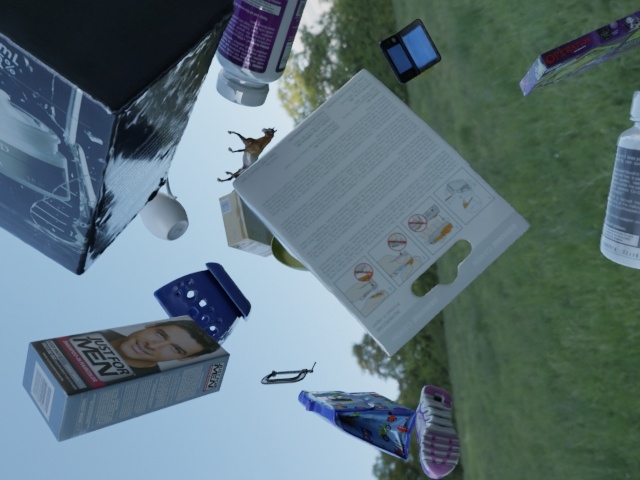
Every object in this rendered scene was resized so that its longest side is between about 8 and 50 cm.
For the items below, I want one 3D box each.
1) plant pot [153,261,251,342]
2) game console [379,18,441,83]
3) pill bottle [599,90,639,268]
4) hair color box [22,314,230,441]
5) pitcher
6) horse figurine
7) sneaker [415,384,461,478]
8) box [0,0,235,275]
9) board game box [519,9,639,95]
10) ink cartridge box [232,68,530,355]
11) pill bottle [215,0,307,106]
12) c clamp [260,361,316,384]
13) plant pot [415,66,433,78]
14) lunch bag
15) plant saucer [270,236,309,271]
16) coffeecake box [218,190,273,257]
[{"bbox_3d":[-0.344,0.205,1.596,0.236,0.212,0.236,52,166,6],"label":"plant pot"},{"bbox_3d":[0.228,-0.482,1.324,0.122,0.107,0.071,58,151,-7],"label":"game console"},{"bbox_3d":[0.731,-0.130,1.101,0.204,0.203,0.362,-69,-21,-72],"label":"pill bottle"},{"bbox_3d":[-0.405,0.278,1.122,0.185,0.114,0.374,31,-159,35],"label":"hair color box"},{"bbox_3d":[-0.487,-0.116,1.584,0.207,0.178,0.125,43,-158,17],"label":"pitcher"},{"bbox_3d":[-0.258,-0.273,1.783,0.174,0.264,0.066,-8,-149,-46],"label":"horse figurine"},{"bbox_3d":[0.269,0.470,1.244,0.095,0.105,0.236,19,-146,-3],"label":"sneaker"},{"bbox_3d":[-0.453,-0.263,0.772,0.479,0.472,0.298,35,-129,-8],"label":"box"},{"bbox_3d":[0.709,-0.494,1.338,0.208,0.346,0.056,39,-152,-79],"label":"board game box"},{"bbox_3d":[0.091,-0.053,0.859,0.385,0.308,0.091,47,174,14],"label":"ink cartridge box"},{"bbox_3d":[-0.143,-0.466,1.171,0.169,0.302,0.169,17,-145,-12],"label":"pill bottle"},{"bbox_3d":[-0.099,0.413,1.585,0.137,0.160,0.022,-49,-49,-79],"label":"c clamp"},{"bbox_3d":[0.294,-0.532,1.548,0.081,0.083,0.081,-15,-81,-76],"label":"plant pot"},{"bbox_3d":[0.083,0.494,1.460,0.293,0.138,0.221,20,171,-25],"label":"lunch bag"},{"bbox_3d":[0.000,0.000,1.246,0.241,0.240,0.037,-96,-8,-55],"label":"plant saucer"},{"bbox_3d":[-0.188,-0.042,1.426,0.185,0.068,0.143,23,-132,-62],"label":"coffeecake box"}]
